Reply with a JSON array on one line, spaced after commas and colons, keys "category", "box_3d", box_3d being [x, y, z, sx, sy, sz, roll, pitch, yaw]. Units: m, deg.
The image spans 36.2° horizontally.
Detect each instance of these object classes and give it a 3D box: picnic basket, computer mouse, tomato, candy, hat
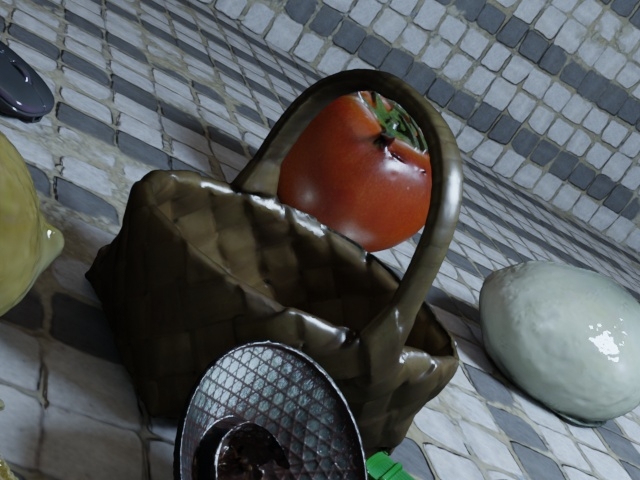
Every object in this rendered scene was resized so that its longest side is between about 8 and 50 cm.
[{"category": "picnic basket", "box_3d": [0.000, 0.000, 0.867, 0.337, 0.337, 0.293, 20, 19, -38]}, {"category": "computer mouse", "box_3d": [-0.419, -0.223, 1.160, 0.232, 0.057, 0.120, 35, 17, 4]}, {"category": "tomato", "box_3d": [0.051, -0.103, 1.414, 0.256, 0.224, 0.256, 32, 20, -13]}, {"category": "candy", "box_3d": [0.362, 0.130, 1.417, 0.295, 0.185, 0.295, 32, 22, -14]}, {"category": "hat", "box_3d": [-0.055, 0.174, 0.707, 0.193, 0.082, 0.193, 26, 54, -43]}]

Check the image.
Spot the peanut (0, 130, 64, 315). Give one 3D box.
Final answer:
[{"category": "peanut", "box_3d": [-0.299, -0.025, 0.612, 0.340, 0.174, 0.158, 11, 15, -46]}]

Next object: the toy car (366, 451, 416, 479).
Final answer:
[{"category": "toy car", "box_3d": [0.081, 0.241, 0.783, 0.165, 0.062, 0.071, 39, 17, 16]}]

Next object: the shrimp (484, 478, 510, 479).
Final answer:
[{"category": "shrimp", "box_3d": [0.083, 0.260, 0.676, 0.317, 0.077, 0.168, -3, 69, -33]}]

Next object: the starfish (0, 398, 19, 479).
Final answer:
[{"category": "starfish", "box_3d": [-0.242, 0.125, 0.547, 0.277, 0.062, 0.236, 36, 11, 23]}]
